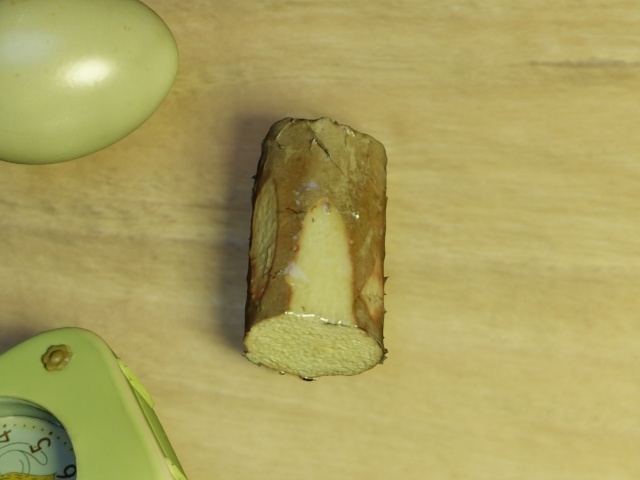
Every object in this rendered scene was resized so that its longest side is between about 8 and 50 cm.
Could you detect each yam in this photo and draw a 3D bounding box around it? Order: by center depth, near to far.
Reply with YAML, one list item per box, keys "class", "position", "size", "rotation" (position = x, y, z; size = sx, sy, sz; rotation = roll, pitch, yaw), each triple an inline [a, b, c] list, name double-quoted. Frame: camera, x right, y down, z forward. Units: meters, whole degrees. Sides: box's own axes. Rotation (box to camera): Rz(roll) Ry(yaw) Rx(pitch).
- class: "yam"
  position: [-0.001, 0.001, 1.695]
  size: [0.128, 0.129, 0.238]
  rotation: [-24, 53, 45]

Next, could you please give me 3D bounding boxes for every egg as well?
- class: "egg"
  position: [-0.268, -0.172, 1.815]
  size: [0.254, 0.188, 0.188]
  rotation: [-5, 64, 8]

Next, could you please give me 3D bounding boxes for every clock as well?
- class: "clock"
  position: [-0.293, 0.260, 1.632]
  size: [0.348, 0.117, 0.286]
  rotation: [-31, 48, 0]
